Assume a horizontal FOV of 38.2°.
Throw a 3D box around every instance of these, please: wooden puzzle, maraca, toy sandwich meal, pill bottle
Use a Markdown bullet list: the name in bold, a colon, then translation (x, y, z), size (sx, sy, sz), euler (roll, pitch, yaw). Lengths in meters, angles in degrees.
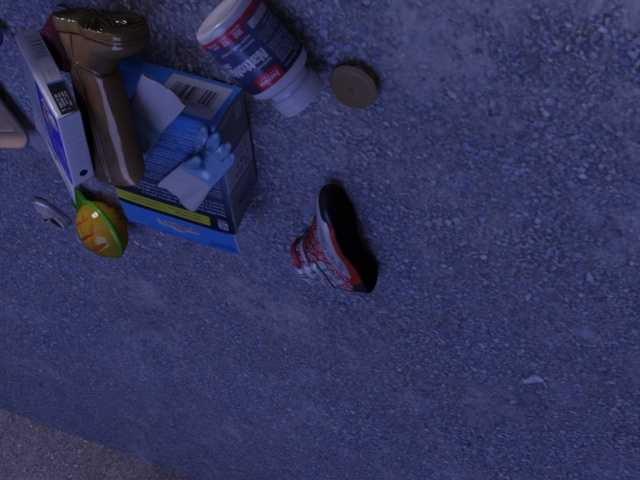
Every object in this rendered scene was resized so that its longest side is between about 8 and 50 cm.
- **wooden puzzle**: translation (-0.709, -0.286, 1.839), size (0.220, 0.044, 0.239), euler (4, 136, 32)
- **maraca**: translation (-0.478, -0.037, 1.973), size (0.185, 0.099, 0.127), euler (45, 147, 21)
- **toy sandwich meal**: translation (0.052, -0.233, 1.387), size (0.085, 0.029, 0.086), euler (18, 142, 15)
- **pill bottle**: translation (-0.084, -0.270, 1.355), size (0.180, 0.108, 0.108), euler (44, 144, -25)

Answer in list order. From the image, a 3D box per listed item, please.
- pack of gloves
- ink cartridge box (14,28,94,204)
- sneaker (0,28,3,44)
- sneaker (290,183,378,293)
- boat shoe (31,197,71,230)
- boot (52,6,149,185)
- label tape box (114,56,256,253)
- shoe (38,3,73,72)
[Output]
- **pack of gloves**: translation (-0.252, -0.141, 1.505), size (0.195, 0.046, 0.232), euler (35, 144, -10)
- **ink cartridge box**: translation (-0.428, -0.198, 1.498), size (0.206, 0.045, 0.208), euler (56, 156, 29)
- **sneaker**: translation (-0.641, -0.375, 1.656), size (0.188, 0.067, 0.078), euler (10, 165, 22)
- **sneaker**: translation (0.000, 0.001, 1.690), size (0.144, 0.090, 0.270), euler (4, 144, 27)
- **boat shoe**: translation (-0.614, -0.057, 2.091), size (0.100, 0.035, 0.035), euler (38, 146, -18)
- **boot**: translation (-0.309, -0.211, 1.411), size (0.236, 0.089, 0.270), euler (28, 133, 50)
- **label tape box**: translation (-0.251, -0.144, 1.644), size (0.249, 0.115, 0.348), euler (17, 147, 15)
- **shoe**: translation (-0.428, -0.307, 1.569), size (0.063, 0.081, 0.178), euler (15, 145, 19)
